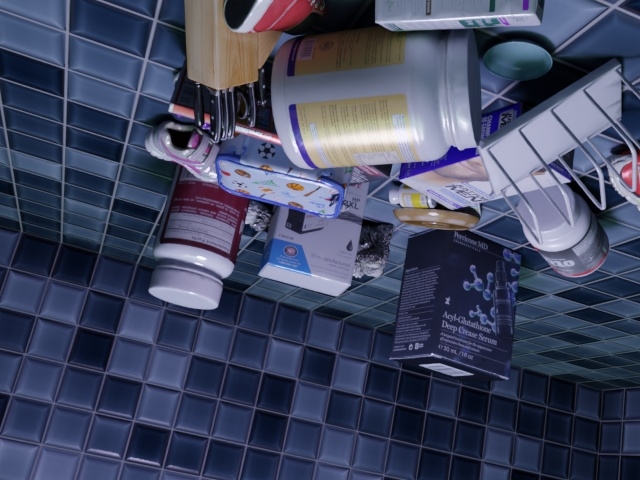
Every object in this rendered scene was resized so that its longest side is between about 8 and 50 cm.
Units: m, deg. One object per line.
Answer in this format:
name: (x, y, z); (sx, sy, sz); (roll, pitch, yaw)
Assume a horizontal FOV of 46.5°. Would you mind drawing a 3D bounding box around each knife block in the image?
knife block: (-0.184, -0.318, 1.298); (0.088, 0.242, 0.276); (26, 172, 35)

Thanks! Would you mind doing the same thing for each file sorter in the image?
file sorter: (0.457, -0.145, 1.339); (0.278, 0.173, 0.193); (-31, 150, 7)

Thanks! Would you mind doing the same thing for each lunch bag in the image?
lunch bag: (-0.075, -0.142, 1.632); (0.303, 0.114, 0.243); (16, 161, -1)

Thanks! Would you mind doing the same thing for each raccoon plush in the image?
raccoon plush: (0.000, 0.000, 2.236); (0.446, 0.216, 0.299); (23, 151, -30)

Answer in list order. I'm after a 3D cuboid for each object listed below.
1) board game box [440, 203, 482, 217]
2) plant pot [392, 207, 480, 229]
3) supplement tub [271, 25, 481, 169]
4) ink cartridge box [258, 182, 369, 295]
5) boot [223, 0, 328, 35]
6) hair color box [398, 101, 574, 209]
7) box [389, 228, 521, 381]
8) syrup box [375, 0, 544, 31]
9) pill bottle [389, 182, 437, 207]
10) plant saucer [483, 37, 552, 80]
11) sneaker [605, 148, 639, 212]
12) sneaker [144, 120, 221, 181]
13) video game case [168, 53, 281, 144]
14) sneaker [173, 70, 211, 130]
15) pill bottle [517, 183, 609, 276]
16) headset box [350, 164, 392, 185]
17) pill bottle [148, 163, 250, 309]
board game box: (0.366, -0.104, 1.952); (0.104, 0.026, 0.154); (5, 161, 18)
plant pot: (0.313, -0.055, 2.024); (0.236, 0.032, 0.236); (7, 176, 0)
supplement tub: (0.104, -0.253, 1.308); (0.331, 0.241, 0.241); (-2, 158, 18)
ink cartridge box: (-0.014, -0.038, 1.938); (0.223, 0.307, 0.129); (15, 159, -10)
boot: (-0.025, -0.422, 1.194); (0.176, 0.088, 0.244); (-9, 159, -43)
hair color box: (0.356, -0.173, 1.632); (0.185, 0.110, 0.339); (25, 156, -32)
box: (0.408, 0.196, 2.228); (0.294, 0.395, 0.212); (20, 159, -26)
syrup box: (0.209, -0.369, 1.113); (0.237, 0.096, 0.093); (5, -171, 21)
pill bottle: (0.240, -0.118, 1.929); (0.116, 0.065, 0.065); (3, 160, 26)
plant saucer: (0.349, -0.324, 1.319); (0.119, 0.021, 0.119); (11, 161, 4)
sneaker: (0.727, -0.115, 1.590); (0.279, 0.107, 0.118); (22, 150, -35)
sneaker: (-0.313, -0.226, 1.886); (0.252, 0.102, 0.111); (18, 162, -22)
video game case: (-0.149, -0.278, 1.503); (0.285, 0.204, 0.025); (15, 129, -11)
sneaker: (-0.222, -0.285, 1.654); (0.236, 0.104, 0.095); (17, 159, -20)
pill bottle: (0.592, -0.028, 1.825); (0.161, 0.161, 0.283); (-2, 157, 35)
headset box: (0.014, -0.215, 1.706); (0.218, 0.110, 0.293); (27, 156, -38)
pill bottle: (-0.324, -0.026, 2.023); (0.224, 0.392, 0.224); (11, 162, 4)
